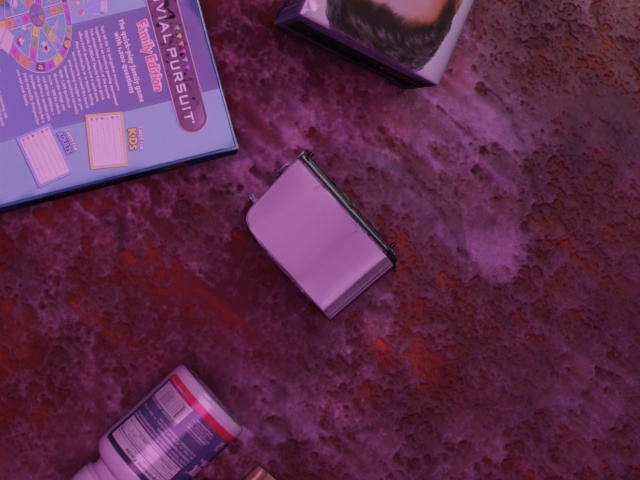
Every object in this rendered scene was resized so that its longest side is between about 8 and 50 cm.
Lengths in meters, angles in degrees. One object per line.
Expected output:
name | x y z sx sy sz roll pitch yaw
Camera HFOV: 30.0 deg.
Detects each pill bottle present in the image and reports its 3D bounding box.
pill bottle | -0.187 0.236 1.349 0.180 0.108 0.108 -42 93 -4

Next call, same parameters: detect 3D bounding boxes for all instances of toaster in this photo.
toaster | 0.000 0.000 1.345 0.110 0.168 0.186 -43 92 -2

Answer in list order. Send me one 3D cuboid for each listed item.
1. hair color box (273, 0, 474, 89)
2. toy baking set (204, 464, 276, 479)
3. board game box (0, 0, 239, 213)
hair color box | 0.110 -0.382 1.371 0.185 0.113 0.375 24 87 -18
toy baking set | -0.077 0.398 1.396 0.196 0.030 0.256 19 87 -6
board game box | -0.287 -0.182 1.359 0.336 0.079 0.254 -14 90 -6
